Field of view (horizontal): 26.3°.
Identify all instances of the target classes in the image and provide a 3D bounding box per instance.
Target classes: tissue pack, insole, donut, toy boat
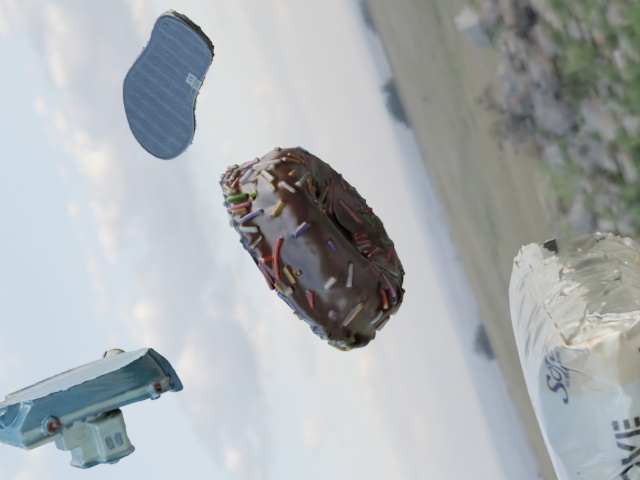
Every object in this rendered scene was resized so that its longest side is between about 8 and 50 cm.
[{"bbox_3d":[0.347,0.199,1.579,0.390,0.195,0.375,-81,-24,-75],"label":"tissue pack"},{"bbox_3d":[-0.176,-0.172,1.569,0.110,0.012,0.309,40,154,-1],"label":"insole"},{"bbox_3d":[0.000,0.000,1.397,0.235,0.089,0.235,45,-160,-21],"label":"donut"},{"bbox_3d":[-0.236,0.183,1.425,0.088,0.215,0.102,1,108,53],"label":"toy boat"}]

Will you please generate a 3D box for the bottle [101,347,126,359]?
[{"bbox_3d":[-0.313,0.201,2.144,0.101,0.063,0.047,-153,73,-73],"label":"bottle"}]
